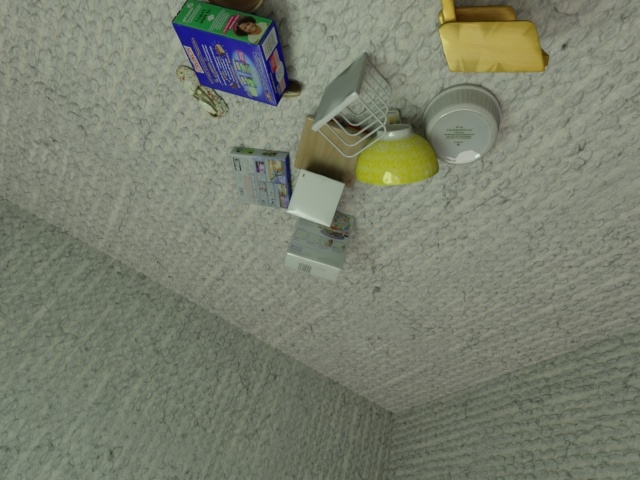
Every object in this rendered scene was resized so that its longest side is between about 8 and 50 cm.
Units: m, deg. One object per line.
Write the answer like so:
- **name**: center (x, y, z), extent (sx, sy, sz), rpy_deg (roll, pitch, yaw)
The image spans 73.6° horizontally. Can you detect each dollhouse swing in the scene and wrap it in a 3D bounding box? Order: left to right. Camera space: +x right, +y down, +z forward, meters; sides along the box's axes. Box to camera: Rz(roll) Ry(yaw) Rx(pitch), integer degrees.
- **dollhouse swing**: center (0.433, -0.632, 1.111), extent (0.315, 0.347, 0.305), rpy_deg (5, 123, 13)

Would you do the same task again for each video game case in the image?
- **video game case**: center (-0.251, -0.269, 1.868), extent (0.244, 0.061, 0.270), rpy_deg (9, 135, 11)

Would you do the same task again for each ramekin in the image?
- **ramekin**: center (0.484, -0.384, 1.478), extent (0.272, 0.127, 0.273), rpy_deg (9, 136, 9)

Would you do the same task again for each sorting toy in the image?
- **sorting toy**: center (0.049, -0.358, 1.654), extent (0.255, 0.089, 0.257), rpy_deg (20, 143, -2)
- **sorting toy**: center (0.258, -0.440, 1.559), extent (0.083, 0.045, 0.075), rpy_deg (4, 127, 14)

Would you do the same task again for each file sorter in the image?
- **file sorter**: center (0.117, -0.447, 1.432), extent (0.173, 0.278, 0.192), rpy_deg (39, 132, -26)

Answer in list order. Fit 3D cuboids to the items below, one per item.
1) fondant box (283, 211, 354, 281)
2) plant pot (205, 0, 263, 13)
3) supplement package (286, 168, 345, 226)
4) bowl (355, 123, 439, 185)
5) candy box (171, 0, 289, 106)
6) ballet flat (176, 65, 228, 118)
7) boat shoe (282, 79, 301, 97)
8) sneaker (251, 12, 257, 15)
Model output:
- **fondant box**: center (0.000, 0.000, 1.858), extent (0.238, 0.330, 0.096), rpy_deg (17, 137, 0)
- **plant pot**: center (-0.260, -0.821, 1.298), extent (0.237, 0.110, 0.237), rpy_deg (9, 136, 9)
- **supplement package**: center (-0.018, -0.166, 1.703), extent (0.177, 0.293, 0.175), rpy_deg (19, 94, -1)
- **bowl**: center (0.252, -0.306, 1.451), extent (0.289, 0.289, 0.156), rpy_deg (0, 116, 18)
- **candy box**: center (-0.283, -0.607, 1.401), extent (0.317, 0.122, 0.268), rpy_deg (20, 160, 14)
- **ballet flat**: center (-0.457, -0.562, 1.636), extent (0.241, 0.077, 0.091), rpy_deg (40, 132, -21)
- **boat shoe**: center (-0.154, -0.547, 1.573), extent (0.189, 0.068, 0.072), rpy_deg (15, 149, 17)
- **sneaker**: center (-0.214, -0.668, 1.454), extent (0.081, 0.080, 0.211), rpy_deg (-9, 129, 23)
